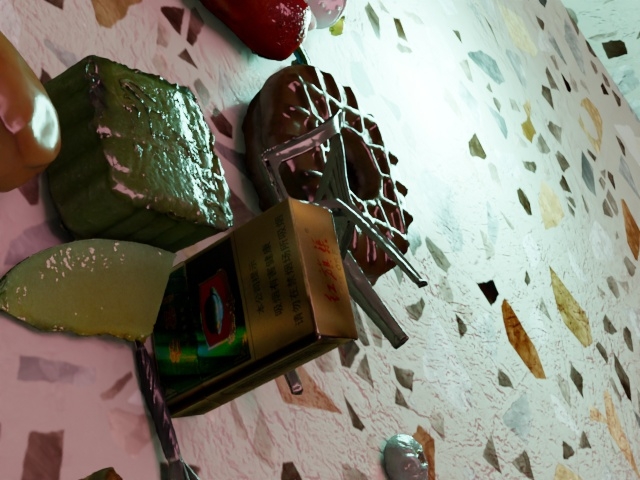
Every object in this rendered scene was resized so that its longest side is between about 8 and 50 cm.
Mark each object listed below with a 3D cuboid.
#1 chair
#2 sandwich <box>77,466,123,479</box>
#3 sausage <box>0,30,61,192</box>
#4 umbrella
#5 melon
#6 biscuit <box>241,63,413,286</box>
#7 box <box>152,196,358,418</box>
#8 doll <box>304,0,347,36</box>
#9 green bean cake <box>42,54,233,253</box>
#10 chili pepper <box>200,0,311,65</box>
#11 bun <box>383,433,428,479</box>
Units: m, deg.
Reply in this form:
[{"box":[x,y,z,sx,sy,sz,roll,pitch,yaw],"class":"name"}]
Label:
[{"box":[0.000,0.000,1.447,0.191,0.203,0.274,-18,61,-22],"class":"chair"},{"box":[-0.194,0.315,1.054,0.144,0.117,0.187,51,29,-28],"class":"sandwich"},{"box":[-0.346,-0.153,1.165,0.241,0.120,0.136,50,17,-24],"class":"sausage"},{"box":[-0.151,0.212,1.286,0.044,0.044,0.269,113,-36,-67],"class":"umbrella"},{"box":[-0.247,0.057,1.252,0.262,0.053,0.114,-2,80,-54],"class":"melon"},{"box":[0.013,-0.093,1.737,0.332,0.103,0.332,38,39,-40],"class":"biscuit"},{"box":[-0.079,0.076,1.299,0.071,0.240,0.159,12,57,-47],"class":"box"},{"box":[-0.027,-0.390,1.929,0.207,0.081,0.129,29,57,-43],"class":"doll"},{"box":[-0.205,-0.090,1.358,0.214,0.113,0.200,17,51,-54],"class":"green bean cake"},{"box":[-0.108,-0.349,1.728,0.387,0.110,0.110,40,37,-42],"class":"chili pepper"},{"box":[0.118,0.299,1.659,0.083,0.045,0.083,46,31,-38],"class":"bun"}]
